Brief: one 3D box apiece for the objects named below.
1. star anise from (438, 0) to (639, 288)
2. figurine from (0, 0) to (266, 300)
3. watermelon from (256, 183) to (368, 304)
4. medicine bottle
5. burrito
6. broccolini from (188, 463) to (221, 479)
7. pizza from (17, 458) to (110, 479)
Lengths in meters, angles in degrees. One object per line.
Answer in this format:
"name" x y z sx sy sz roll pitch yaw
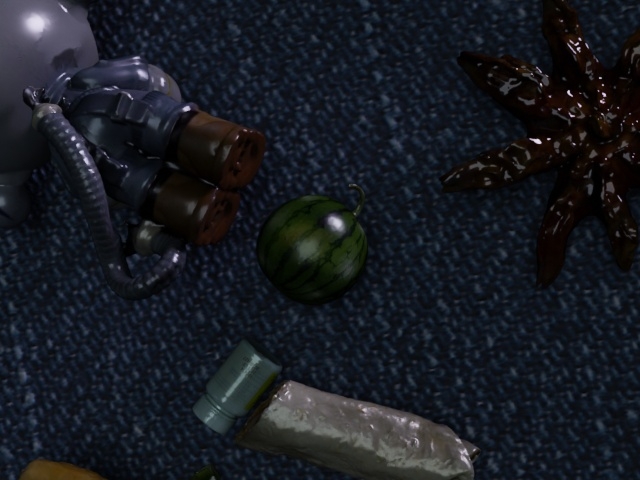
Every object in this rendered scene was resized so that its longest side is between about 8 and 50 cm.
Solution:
"star anise" 0.239 -0.085 0.990 0.288 0.088 0.288 0 89 9
"figurine" -0.231 -0.126 1.029 0.382 0.186 0.261 26 86 15
"watermelon" -0.003 0.006 1.023 0.109 0.109 0.109 -1 86 10
"medicine bottle" -0.076 0.133 1.050 0.047 0.047 0.083 38 94 10
"burrito" 0.035 0.178 1.017 0.226 0.087 0.060 15 46 8
"broccolini" -0.203 0.282 1.078 0.254 0.071 0.057 -32 40 0
"pizza" -0.177 0.379 1.012 0.435 0.080 0.392 -9 90 3
